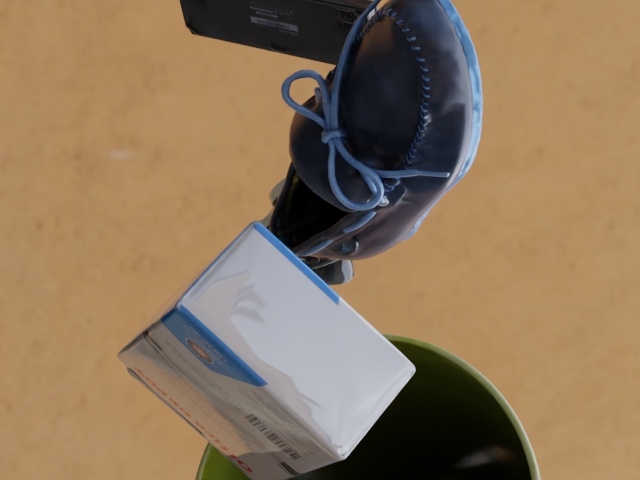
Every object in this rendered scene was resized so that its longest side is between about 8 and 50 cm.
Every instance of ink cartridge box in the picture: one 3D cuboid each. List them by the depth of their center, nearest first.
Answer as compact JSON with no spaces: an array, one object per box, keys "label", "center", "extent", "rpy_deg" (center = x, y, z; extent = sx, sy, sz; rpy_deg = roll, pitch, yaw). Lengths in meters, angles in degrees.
[{"label":"ink cartridge box","center":[-0.043,0.083,1.341],"extent":[0.148,0.086,0.203],"rpy_deg":[42,-20,-5]}]

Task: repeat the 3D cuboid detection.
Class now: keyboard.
[{"label":"keyboard","center":[-0.037,-0.197,1.628],"extent":[0.108,0.180,0.023],"rpy_deg":[79,30,-52]}]

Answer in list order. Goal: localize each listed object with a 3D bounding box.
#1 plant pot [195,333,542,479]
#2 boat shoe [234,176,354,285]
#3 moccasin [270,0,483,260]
[{"label":"plant pot","center":[0.073,0.242,1.599],"extent":[0.293,0.275,0.274],"rpy_deg":[43,37,-67]},{"label":"boat shoe","center":[-0.004,0.001,2.101],"extent":[0.340,0.127,0.113],"rpy_deg":[-41,-115,57]},{"label":"moccasin","center":[0.035,-0.062,1.492],"extent":[0.342,0.117,0.137],"rpy_deg":[105,-37,-59]}]
